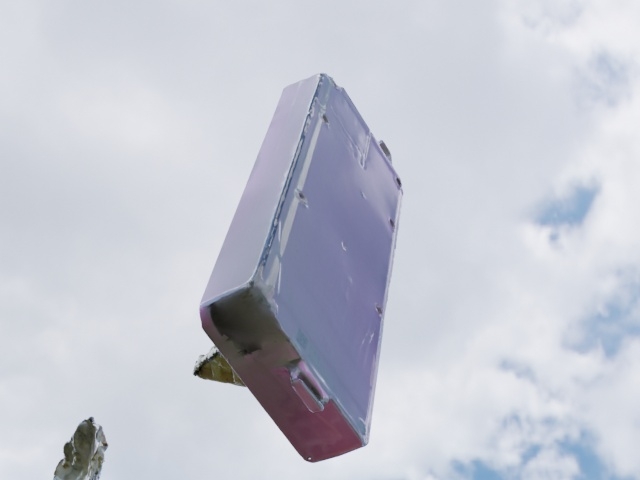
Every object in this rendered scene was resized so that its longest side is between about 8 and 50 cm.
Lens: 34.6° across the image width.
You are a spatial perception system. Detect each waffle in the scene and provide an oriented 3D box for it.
[{"bbox_3d":[-0.074,0.089,0.894,0.097,0.023,0.153,10,-31,9],"label":"waffle"}]

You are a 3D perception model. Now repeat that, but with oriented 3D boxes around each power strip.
[{"bbox_3d":[0.000,0.000,0.589,0.037,0.279,0.109,-24,-64,23],"label":"power strip"}]

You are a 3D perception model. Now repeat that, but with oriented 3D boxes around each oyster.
[{"bbox_3d":[-0.416,0.430,1.763,0.083,0.214,0.223,22,-68,-33],"label":"oyster"}]
